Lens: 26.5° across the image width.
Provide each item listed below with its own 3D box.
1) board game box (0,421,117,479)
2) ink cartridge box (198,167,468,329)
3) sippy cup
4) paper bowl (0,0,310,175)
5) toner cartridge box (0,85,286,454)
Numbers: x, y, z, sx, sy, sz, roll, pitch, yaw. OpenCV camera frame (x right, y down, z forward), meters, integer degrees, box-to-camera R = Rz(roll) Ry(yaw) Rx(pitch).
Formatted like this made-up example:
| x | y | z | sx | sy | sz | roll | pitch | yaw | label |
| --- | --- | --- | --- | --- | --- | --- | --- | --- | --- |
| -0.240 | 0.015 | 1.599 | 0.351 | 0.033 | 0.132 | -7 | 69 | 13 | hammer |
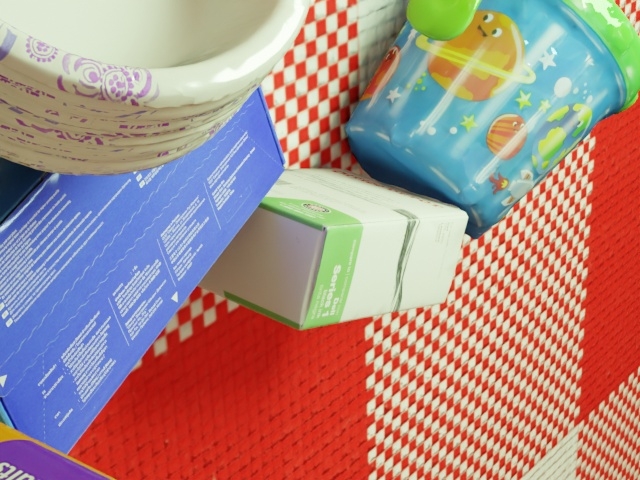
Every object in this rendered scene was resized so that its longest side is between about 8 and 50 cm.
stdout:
| x | y | z | sx | sy | sz | roll | pitch | yaw | label |
| --- | --- | --- | --- | --- | --- | --- | --- | --- | --- |
| -0.317 | 0.292 | 0.675 | 0.356 | 0.356 | 0.357 | -34 | 130 | -42 | board game box |
| 0.000 | 0.000 | 1.163 | 0.219 | 0.160 | 0.093 | -4 | 111 | -53 | ink cartridge box |
| 0.149 | -0.133 | 1.280 | 0.305 | 0.240 | 0.224 | 44 | 78 | -26 | sippy cup |
| -0.158 | -0.170 | 0.813 | 0.284 | 0.284 | 0.148 | -38 | 177 | -39 | paper bowl |
| -0.150 | -0.018 | 0.931 | 0.348 | 0.075 | 0.165 | -55 | 137 | -42 | toner cartridge box |
